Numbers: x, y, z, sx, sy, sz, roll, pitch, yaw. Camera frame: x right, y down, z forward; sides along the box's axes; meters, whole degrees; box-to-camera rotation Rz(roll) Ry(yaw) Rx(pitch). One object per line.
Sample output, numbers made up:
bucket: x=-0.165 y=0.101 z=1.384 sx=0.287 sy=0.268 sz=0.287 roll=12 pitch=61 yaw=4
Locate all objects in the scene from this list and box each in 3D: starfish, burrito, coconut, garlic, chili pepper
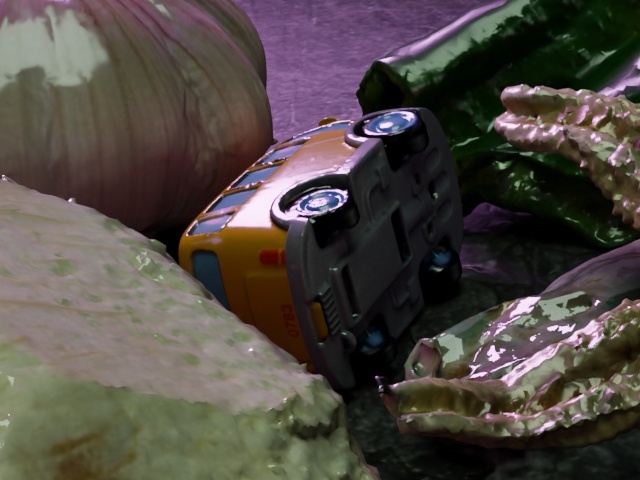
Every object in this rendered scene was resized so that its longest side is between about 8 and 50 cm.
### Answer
starfish: x=0.214 y=0.050 z=1.080 sx=0.432 sy=0.082 sz=0.324 roll=21 pitch=49 yaw=30
burrito: x=0.183 y=0.046 z=1.226 sx=0.309 sy=0.066 sz=0.096 roll=-25 pitch=31 yaw=-32
coconut: x=-0.181 y=0.169 z=0.821 sx=0.415 sy=0.344 sz=0.415 roll=0 pitch=33 yaw=0
garlic: x=-0.190 y=-0.105 z=1.445 sx=0.322 sy=0.241 sz=0.322 roll=-7 pitch=51 yaw=9
chili pepper: x=0.228 y=-0.124 z=1.409 sx=0.385 sy=0.167 sz=0.213 roll=-16 pitch=29 yaw=-12

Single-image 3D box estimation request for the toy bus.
toy bus: x=0.000 y=0.000 z=1.298 sx=0.136 sy=0.126 sz=0.209 roll=1 pitch=30 yaw=32
